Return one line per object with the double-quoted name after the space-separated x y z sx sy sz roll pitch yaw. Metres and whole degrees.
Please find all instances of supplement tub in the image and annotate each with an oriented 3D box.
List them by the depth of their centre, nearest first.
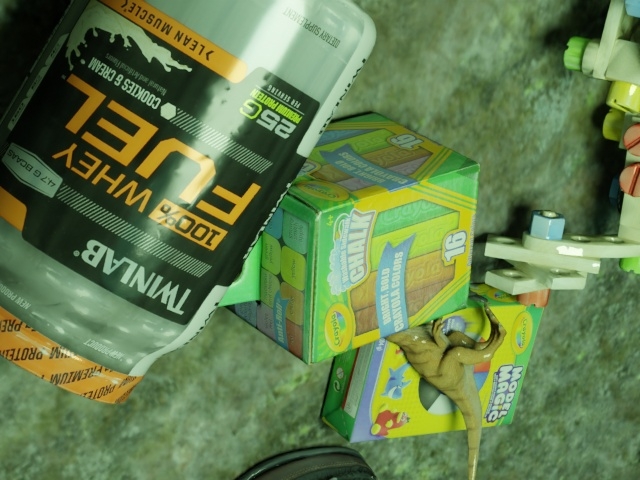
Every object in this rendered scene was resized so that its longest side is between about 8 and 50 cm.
-0.117 -0.061 1.097 0.193 0.193 0.316 27 95 -42 "supplement tub"

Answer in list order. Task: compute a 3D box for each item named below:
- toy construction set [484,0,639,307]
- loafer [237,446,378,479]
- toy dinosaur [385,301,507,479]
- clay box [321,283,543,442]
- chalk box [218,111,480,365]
0.269 -0.082 1.404 0.215 0.151 0.328 -20 136 -58 "toy construction set"
-0.066 0.266 1.373 0.302 0.095 0.109 -16 122 -30 "loafer"
0.114 0.109 1.388 0.112 0.064 0.211 -37 120 3 "toy dinosaur"
0.114 0.107 1.453 0.222 0.053 0.127 -2 114 -35 "clay box"
0.000 0.000 1.245 0.213 0.132 0.132 -19 124 -35 "chalk box"
